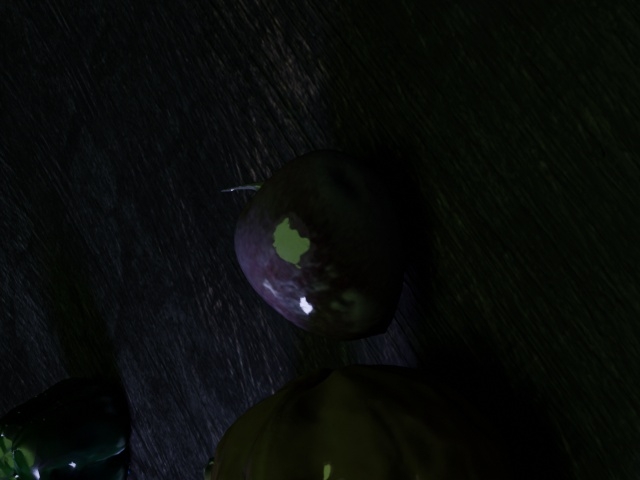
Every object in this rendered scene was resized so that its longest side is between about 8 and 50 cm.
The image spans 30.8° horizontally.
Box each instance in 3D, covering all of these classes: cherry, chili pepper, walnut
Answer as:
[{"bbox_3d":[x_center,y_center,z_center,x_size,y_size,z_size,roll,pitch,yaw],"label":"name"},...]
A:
[{"bbox_3d":[0.000,0.000,1.374,0.266,0.183,0.213,52,151,7],"label":"cherry"},{"bbox_3d":[-0.496,0.399,2.185,0.233,0.256,0.249,13,111,40],"label":"chili pepper"},{"bbox_3d":[0.055,0.319,1.281,0.383,0.383,0.384,25,122,49],"label":"walnut"}]

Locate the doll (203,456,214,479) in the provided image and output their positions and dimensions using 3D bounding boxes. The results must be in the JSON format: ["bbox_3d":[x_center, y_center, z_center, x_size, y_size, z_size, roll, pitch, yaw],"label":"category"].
[{"bbox_3d":[-0.024,0.378,1.560,0.177,0.161,0.261,-39,65,23],"label":"doll"}]
